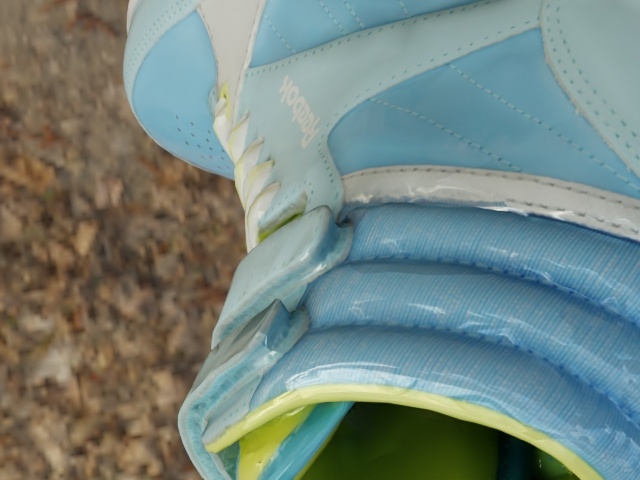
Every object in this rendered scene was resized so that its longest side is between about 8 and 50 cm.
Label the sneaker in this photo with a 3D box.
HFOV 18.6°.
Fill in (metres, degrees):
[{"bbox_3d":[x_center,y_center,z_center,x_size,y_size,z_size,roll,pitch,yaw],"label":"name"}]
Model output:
[{"bbox_3d":[0.000,0.000,0.565,0.127,0.319,0.208,47,67,-30],"label":"sneaker"}]
